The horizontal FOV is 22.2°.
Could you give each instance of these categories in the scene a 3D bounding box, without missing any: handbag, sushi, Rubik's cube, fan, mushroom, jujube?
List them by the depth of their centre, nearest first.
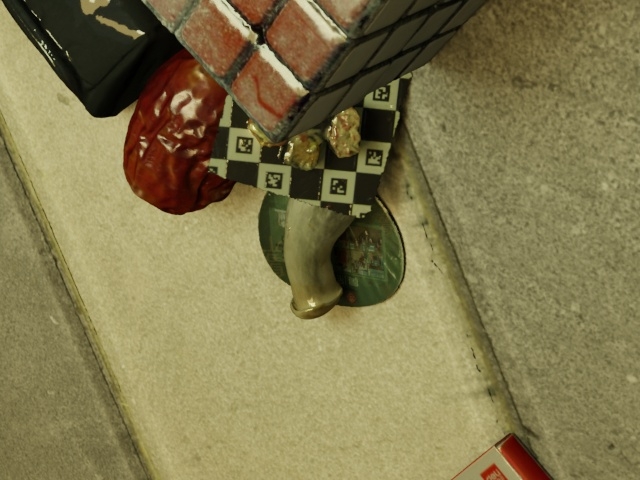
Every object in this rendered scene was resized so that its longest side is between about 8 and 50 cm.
[{"bbox_3d":[0.016,-0.363,1.730,0.344,0.337,0.344,50,131,9],"label":"Rubik's cube"},{"bbox_3d":[-0.015,-0.133,1.947,0.210,0.040,0.192,14,104,-5],"label":"sushi"},{"bbox_3d":[-0.005,0.001,2.063,0.081,0.092,0.223,-115,32,-57],"label":"mushroom"},{"bbox_3d":[-0.158,-0.142,2.068,0.174,0.174,0.250,48,136,9],"label":"jujube"},{"bbox_3d":[0.027,-0.033,2.083,0.223,0.012,0.294,37,129,18],"label":"fan"},{"bbox_3d":[-0.332,-0.312,2.118,0.302,0.178,0.275,53,131,5],"label":"handbag"}]

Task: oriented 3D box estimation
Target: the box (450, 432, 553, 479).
[{"bbox_3d":[0.207,0.353,2.096,0.123,0.050,0.229,51,131,8],"label":"box"}]
